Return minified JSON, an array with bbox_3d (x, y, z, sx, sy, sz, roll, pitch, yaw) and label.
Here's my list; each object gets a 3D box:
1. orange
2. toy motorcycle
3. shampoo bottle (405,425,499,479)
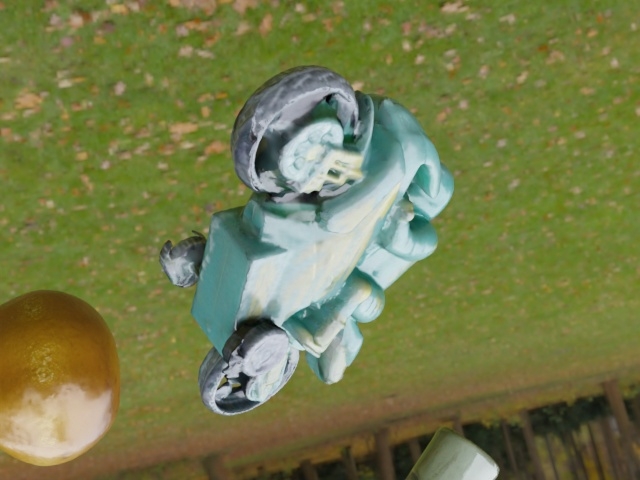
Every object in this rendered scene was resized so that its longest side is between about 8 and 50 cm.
[{"bbox_3d":[-0.252,0.123,0.856,0.136,0.159,0.159,-3,163,-29],"label":"orange"},{"bbox_3d":[0.000,0.001,0.658,0.198,0.109,0.296,-15,139,-35],"label":"toy motorcycle"},{"bbox_3d":[0.112,0.340,1.126,0.234,0.087,0.118,-53,157,-12],"label":"shampoo bottle"}]
